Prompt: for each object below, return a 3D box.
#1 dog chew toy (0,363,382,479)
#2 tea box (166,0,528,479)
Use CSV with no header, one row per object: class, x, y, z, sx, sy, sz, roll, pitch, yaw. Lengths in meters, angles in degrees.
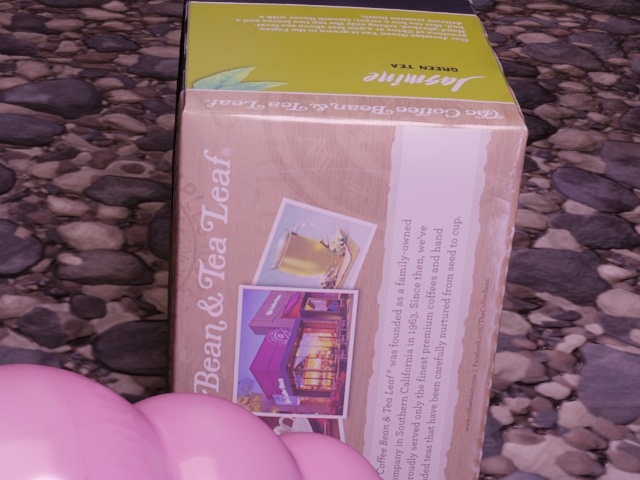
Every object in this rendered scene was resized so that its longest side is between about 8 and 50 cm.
dog chew toy,-0.099,0.178,0.931,0.332,0.206,0.206,4,23,-30
tea box,0.000,0.000,1.143,0.220,0.329,0.323,2,28,-4
